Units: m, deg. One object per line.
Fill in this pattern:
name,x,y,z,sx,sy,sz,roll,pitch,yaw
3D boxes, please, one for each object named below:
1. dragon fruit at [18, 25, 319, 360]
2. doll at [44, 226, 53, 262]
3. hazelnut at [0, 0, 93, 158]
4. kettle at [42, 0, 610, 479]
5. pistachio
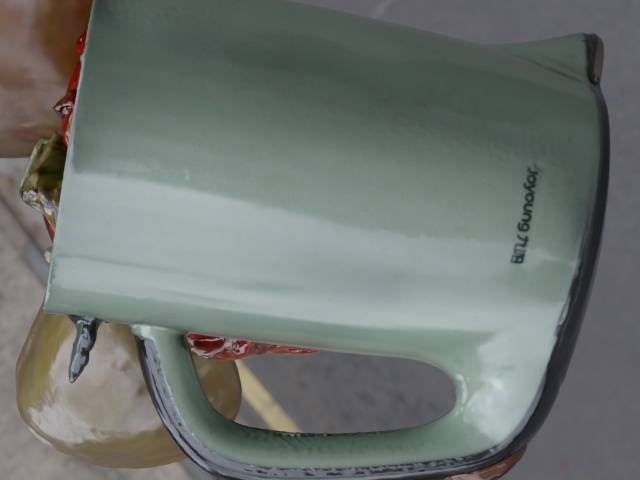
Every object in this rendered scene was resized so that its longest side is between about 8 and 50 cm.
dragon fruit,-0.067,-0.018,1.176,0.317,0.205,0.152,55,-177,-17
doll,-0.197,0.012,1.608,0.093,0.061,0.051,40,149,52
hazelnut,-0.245,-0.237,1.358,0.366,0.366,0.366,34,147,27
kettle,0.000,0.000,0.914,0.255,0.240,0.165,9,180,-10
pistachio,-0.187,0.135,1.845,0.212,0.163,0.260,43,136,7
